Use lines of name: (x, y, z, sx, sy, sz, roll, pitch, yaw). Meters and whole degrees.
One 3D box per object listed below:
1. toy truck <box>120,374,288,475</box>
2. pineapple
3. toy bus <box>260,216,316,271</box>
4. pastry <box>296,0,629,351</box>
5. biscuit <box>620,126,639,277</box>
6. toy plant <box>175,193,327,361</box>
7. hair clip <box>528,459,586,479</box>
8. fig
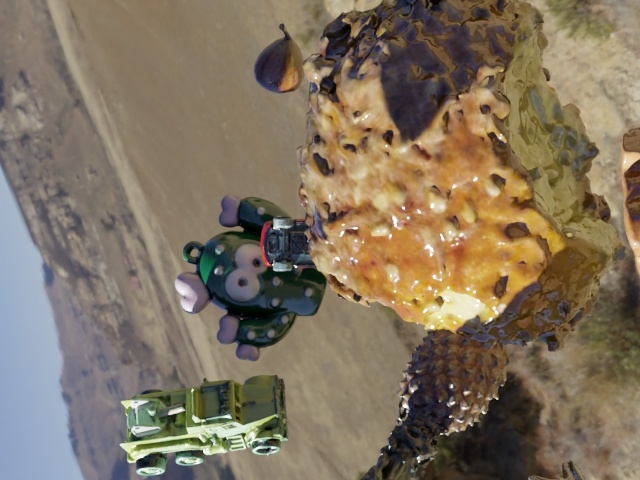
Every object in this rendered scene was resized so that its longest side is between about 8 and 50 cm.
toy truck: (-0.183, 0.275, 1.230, 0.135, 0.259, 0.128, 84, 180, -60)
pineapple: (0.183, 0.295, 1.355, 0.175, 0.361, 0.175, 35, 155, 19)
toy bus: (0.000, 0.000, 1.246, 0.089, 0.195, 0.081, -150, 59, -76)
pastry: (0.129, -0.069, 0.873, 0.337, 0.292, 0.405, -19, 98, 38)
biscuit: (0.484, -0.016, 1.167, 0.306, 0.043, 0.284, 66, -149, -27)
toy plant: (-0.113, 0.057, 1.300, 0.243, 0.232, 0.112, 43, 168, -4)
hair clip: (0.334, 0.335, 0.934, 0.106, 0.084, 0.292, 50, 174, -6)
fig: (-0.060, -0.308, 1.316, 0.089, 0.088, 0.125, 60, 145, 28)
